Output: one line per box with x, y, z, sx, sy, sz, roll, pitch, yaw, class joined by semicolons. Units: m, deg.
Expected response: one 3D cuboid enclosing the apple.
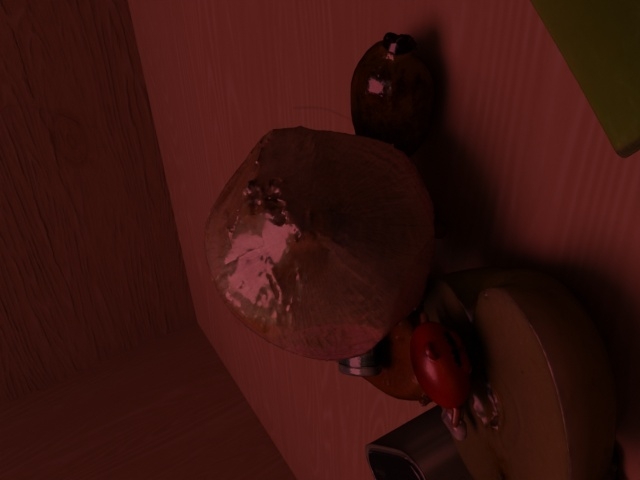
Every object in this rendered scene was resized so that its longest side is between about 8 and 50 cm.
0.278;0.225;1.043;0.312;0.320;0.360;-9;98;29;apple

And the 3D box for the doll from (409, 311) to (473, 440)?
0.181;0.189;1.054;0.217;0.085;0.183;68;-177;-51;doll

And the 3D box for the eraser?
0.332;-0.253;0.722;0.274;0.092;0.210;65;157;11;eraser

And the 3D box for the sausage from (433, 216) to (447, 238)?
0.202;-0.031;1.308;0.083;0.034;0.034;42;147;46;sausage

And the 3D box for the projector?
0.264;0.452;1.337;0.248;0.249;0.248;67;158;2;projector

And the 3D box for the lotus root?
0.121;-0.240;1.171;0.145;0.128;0.260;38;153;25;lotus root

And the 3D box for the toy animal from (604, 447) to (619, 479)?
0.447;0.376;1.114;0.065;0.047;0.135;15;119;53;toy animal

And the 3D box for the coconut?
0.000;0.000;1.150;0.404;0.405;0.404;49;152;38;coconut

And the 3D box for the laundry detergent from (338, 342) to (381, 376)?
0.069;0.145;1.356;0.099;0.070;0.225;-2;93;57;laundry detergent

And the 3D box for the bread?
0.149;0.183;1.437;0.389;0.183;0.236;27;132;58;bread
